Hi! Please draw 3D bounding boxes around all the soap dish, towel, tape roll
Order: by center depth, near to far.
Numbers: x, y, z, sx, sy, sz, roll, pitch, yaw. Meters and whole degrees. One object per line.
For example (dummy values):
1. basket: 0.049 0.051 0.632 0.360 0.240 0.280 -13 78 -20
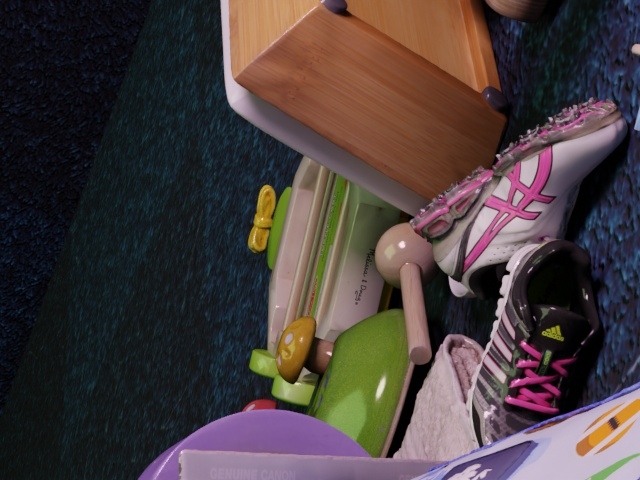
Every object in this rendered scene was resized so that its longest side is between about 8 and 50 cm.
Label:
1. towel: 0.085 0.210 1.325 0.282 0.049 0.187 -103 32 -60
2. tape roll: -0.041 0.213 1.325 0.080 0.189 0.189 139 143 -68
3. soap dish: 0.033 -0.171 1.561 0.118 0.229 0.291 -46 28 29

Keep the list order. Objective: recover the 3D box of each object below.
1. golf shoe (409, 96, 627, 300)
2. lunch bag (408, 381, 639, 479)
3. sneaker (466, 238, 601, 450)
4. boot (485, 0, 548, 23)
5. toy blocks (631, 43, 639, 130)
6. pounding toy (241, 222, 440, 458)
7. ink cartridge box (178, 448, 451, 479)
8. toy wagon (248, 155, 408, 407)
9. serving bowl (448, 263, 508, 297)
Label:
1. golf shoe: 0.147 -0.029 1.318 0.186 0.086 0.067 -38 -2 43
2. lunch bag: 0.094 0.249 0.866 0.328 0.239 0.385 -30 40 51
3. sneaker: 0.137 0.072 1.234 0.075 0.063 0.170 125 160 -66
4. boot: 0.153 -0.268 1.491 0.197 0.073 0.152 55 131 55
5. toy blocks: 0.226 -0.127 1.125 0.123 0.054 0.148 -141 66 -74
6. pounding toy: 0.006 0.105 1.511 0.183 0.110 0.237 -76 6 -56
7. ink cartridge box: 0.003 0.242 1.087 0.060 0.275 0.239 -16 74 38
8. toy wagon: 0.000 0.000 1.768 0.344 0.068 0.267 -149 73 -77
9. serving bowl: 0.121 0.004 1.422 0.083 0.027 0.083 -165 90 -75
